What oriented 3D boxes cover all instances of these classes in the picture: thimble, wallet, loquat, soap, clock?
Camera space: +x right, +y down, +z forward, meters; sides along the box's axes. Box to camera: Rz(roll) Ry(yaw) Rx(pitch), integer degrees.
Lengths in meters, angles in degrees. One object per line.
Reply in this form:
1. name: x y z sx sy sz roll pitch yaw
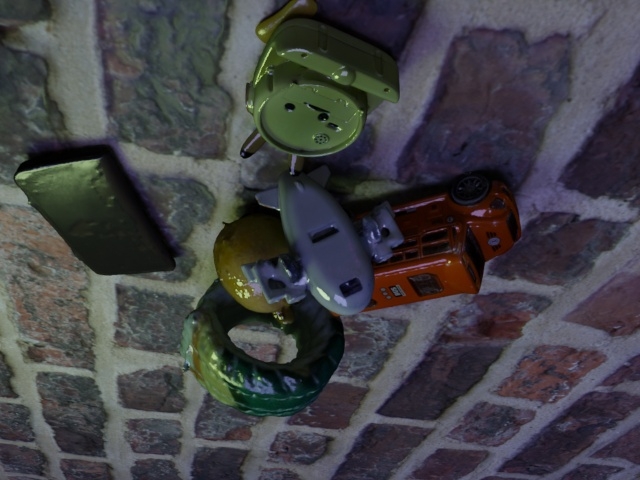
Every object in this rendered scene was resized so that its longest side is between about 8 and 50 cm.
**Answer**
1. thimble: -0.107 0.181 1.226 0.288 0.254 0.167 8 142 -10
2. wallet: -0.367 -0.036 1.133 0.165 0.042 0.309 -6 144 9
3. loquat: -0.090 0.043 1.105 0.149 0.205 0.172 -27 177 -1
4. soap: -0.042 -0.265 0.814 0.089 0.012 0.034 -26 136 34
5. clock: -0.017 -0.171 0.885 0.170 0.069 0.232 16 144 -23

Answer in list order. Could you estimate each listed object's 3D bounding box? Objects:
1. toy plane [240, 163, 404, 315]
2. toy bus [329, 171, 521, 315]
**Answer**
1. toy plane: 0.000 0.000 0.994 0.244 0.245 0.117 5 160 -2
2. toy bus: 0.149 0.017 1.067 0.329 0.153 0.143 -13 141 20
